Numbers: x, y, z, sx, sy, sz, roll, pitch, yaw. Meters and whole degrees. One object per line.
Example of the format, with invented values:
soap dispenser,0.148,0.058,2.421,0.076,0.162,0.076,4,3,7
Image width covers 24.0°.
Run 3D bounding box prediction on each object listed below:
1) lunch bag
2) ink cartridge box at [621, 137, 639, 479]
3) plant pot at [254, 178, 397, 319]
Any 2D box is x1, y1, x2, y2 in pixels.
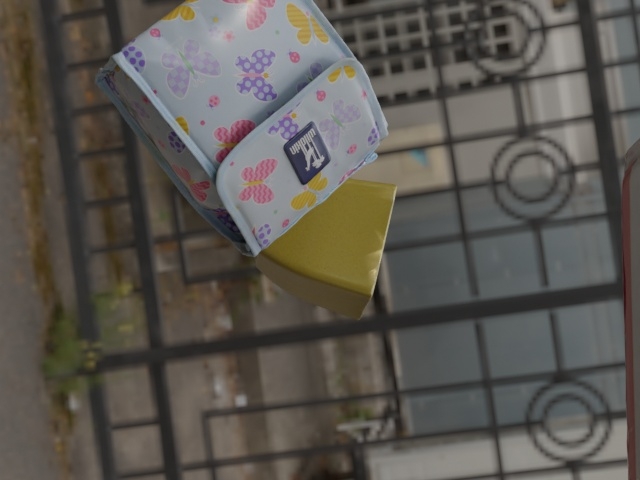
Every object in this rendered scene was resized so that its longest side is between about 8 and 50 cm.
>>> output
lunch bag,-0.023,-0.047,0.516,0.083,0.071,0.053,54,-17,-9
ink cartridge box,0.290,0.090,0.399,0.160,0.384,0.279,113,-18,-65
plant pot,0.000,0.000,1.038,0.081,0.083,0.081,106,-2,-75
